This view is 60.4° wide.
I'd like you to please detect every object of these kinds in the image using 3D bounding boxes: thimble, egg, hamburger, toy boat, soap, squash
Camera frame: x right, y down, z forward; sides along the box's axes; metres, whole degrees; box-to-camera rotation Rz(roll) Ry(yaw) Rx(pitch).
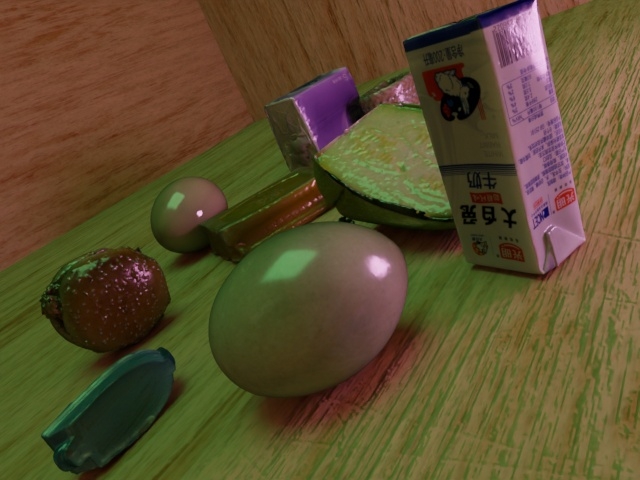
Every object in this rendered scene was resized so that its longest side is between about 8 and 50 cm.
[{"bbox_3d":[0.238,-0.447,1.798,0.196,0.148,0.229,-21,17,17],"label":"thimble"},{"bbox_3d":[-0.338,-0.064,1.419,0.186,0.186,0.242,-16,30,25],"label":"egg"},{"bbox_3d":[-0.394,0.110,1.015,0.215,0.189,0.122,-25,8,-39],"label":"hamburger"},{"bbox_3d":[-0.285,0.221,0.753,0.102,0.088,0.215,-13,23,41],"label":"toy boat"},{"bbox_3d":[-0.116,-0.069,1.313,0.315,0.091,0.199,-31,19,-20],"label":"soap"},{"bbox_3d":[0.168,-0.118,0.915,0.233,0.210,0.309,-39,18,-18],"label":"squash"},{"bbox_3d":[-0.012,0.077,0.644,0.253,0.186,0.186,-31,19,-3],"label":"egg"}]

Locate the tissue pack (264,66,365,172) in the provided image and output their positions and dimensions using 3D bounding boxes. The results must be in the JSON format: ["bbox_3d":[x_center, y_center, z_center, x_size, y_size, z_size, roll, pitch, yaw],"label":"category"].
[{"bbox_3d":[-0.004,-0.397,1.806,0.160,0.242,0.338,-8,26,39],"label":"tissue pack"}]

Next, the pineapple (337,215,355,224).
[{"bbox_3d":[0.000,0.000,1.027,0.159,0.074,0.074,-27,18,-29],"label":"pineapple"}]

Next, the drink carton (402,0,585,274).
[{"bbox_3d":[0.222,-0.119,0.685,0.106,0.315,0.130,-30,20,-25],"label":"drink carton"}]
